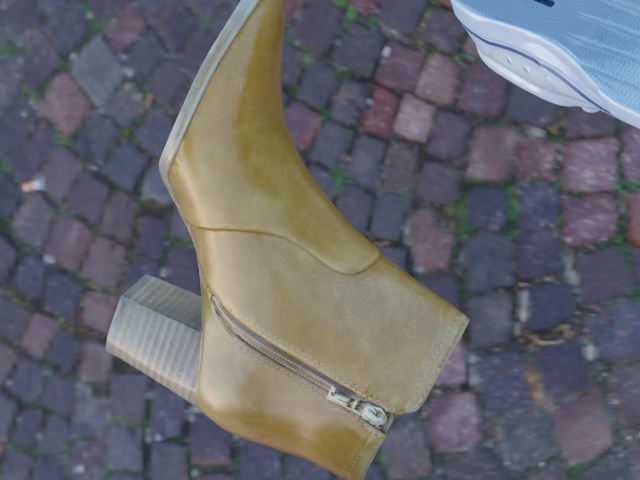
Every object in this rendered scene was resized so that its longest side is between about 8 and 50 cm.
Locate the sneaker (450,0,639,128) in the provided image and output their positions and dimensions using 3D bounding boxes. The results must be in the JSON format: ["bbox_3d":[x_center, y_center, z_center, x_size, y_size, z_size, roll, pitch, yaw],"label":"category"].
[{"bbox_3d":[0.207,-0.131,1.124,0.094,0.091,0.258,-48,54,-7],"label":"sneaker"}]

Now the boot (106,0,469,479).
[{"bbox_3d":[0.000,0.001,0.985,0.211,0.104,0.295,23,116,5],"label":"boot"}]
